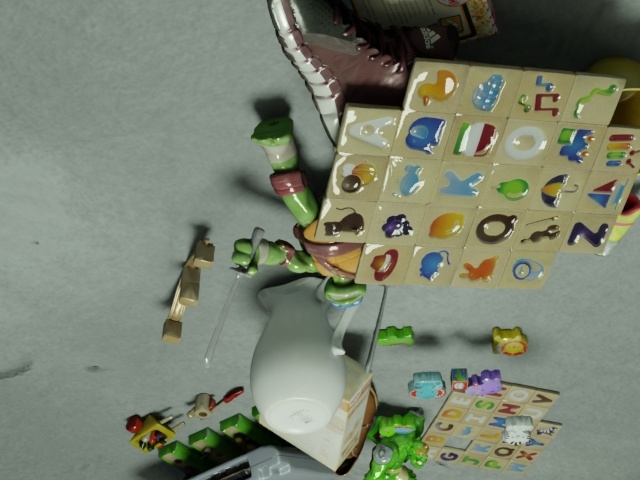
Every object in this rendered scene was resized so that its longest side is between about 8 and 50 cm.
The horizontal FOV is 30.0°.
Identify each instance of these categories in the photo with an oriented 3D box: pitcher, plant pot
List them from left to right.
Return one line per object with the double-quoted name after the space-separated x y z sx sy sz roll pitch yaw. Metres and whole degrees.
-0.010 0.136 1.565 0.178 0.207 0.125 -33 128 31 "pitcher"
0.329 -0.148 1.318 0.134 0.095 0.134 1 139 1 "plant pot"

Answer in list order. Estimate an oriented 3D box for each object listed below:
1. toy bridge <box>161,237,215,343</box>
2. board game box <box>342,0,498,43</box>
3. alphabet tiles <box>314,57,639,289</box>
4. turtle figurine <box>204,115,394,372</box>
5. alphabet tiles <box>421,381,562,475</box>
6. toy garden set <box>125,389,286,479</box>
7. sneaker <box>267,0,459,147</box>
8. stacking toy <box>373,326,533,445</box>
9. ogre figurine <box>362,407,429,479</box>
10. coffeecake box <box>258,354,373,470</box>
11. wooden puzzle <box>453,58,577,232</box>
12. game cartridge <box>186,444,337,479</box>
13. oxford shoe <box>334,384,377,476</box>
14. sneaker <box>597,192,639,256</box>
-0.174 0.059 1.588 0.026 0.063 0.188 14 135 -14 "toy bridge"
0.073 -0.255 1.243 0.194 0.045 0.146 -13 136 16 "board game box"
0.174 -0.061 1.274 0.343 0.011 0.285 3 128 -15 "alphabet tiles"
0.000 0.000 1.391 0.198 0.275 0.266 14 125 40 "turtle figurine"
0.275 0.296 1.883 0.198 0.009 0.237 12 138 -11 "alphabet tiles"
-0.166 0.314 1.885 0.244 0.049 0.204 -27 131 28 "toy garden set"
0.051 -0.211 1.196 0.163 0.106 0.281 -15 145 11 "sneaker"
0.186 0.201 1.660 0.221 0.167 0.052 0 139 1 "stacking toy"
0.109 0.333 1.823 0.197 0.097 0.118 -15 132 -41 "ogre figurine"
-0.010 0.228 1.725 0.142 0.068 0.185 30 142 18 "coffeecake box"
0.171 -0.115 1.341 0.239 0.044 0.221 11 137 28 "wooden puzzle"
-0.128 0.406 1.934 0.294 0.060 0.196 -28 150 25 "game cartridge"
0.047 0.289 1.834 0.076 0.076 0.212 4 136 0 "oxford shoe"
0.306 -0.063 1.438 0.208 0.081 0.094 26 125 -32 "sneaker"
